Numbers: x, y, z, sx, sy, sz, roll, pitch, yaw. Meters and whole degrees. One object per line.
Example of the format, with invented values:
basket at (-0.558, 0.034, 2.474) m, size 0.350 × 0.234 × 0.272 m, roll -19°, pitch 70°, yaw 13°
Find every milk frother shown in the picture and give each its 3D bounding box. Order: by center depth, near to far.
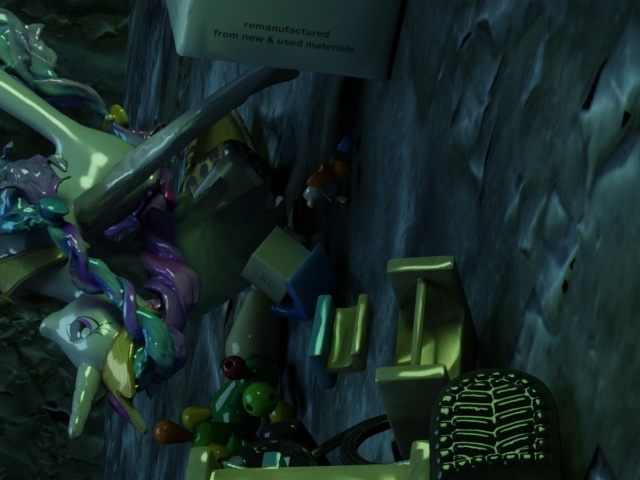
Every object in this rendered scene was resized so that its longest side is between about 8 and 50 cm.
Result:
milk frother at (0.019, 0.177, 1.128) m, size 0.135 × 0.143 × 0.129 m, roll 61°, pitch -139°, yaw -38°

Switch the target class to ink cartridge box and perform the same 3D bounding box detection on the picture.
ink cartridge box at (-0.012, -0.350, 1.349) m, size 0.279 × 0.160 × 0.385 m, roll -106°, pitch 25°, yaw -60°

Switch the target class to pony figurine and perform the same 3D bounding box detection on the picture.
pony figurine at (-0.180, -0.037, 1.498) m, size 0.351 × 0.363 × 0.303 m, roll -42°, pitch -23°, yaw -31°

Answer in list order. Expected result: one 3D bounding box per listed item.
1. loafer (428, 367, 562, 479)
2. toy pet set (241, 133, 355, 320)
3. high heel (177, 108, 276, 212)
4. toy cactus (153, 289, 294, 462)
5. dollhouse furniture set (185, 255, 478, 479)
loafer at (0.085, 0.167, 0.858) m, size 0.078 × 0.080 × 0.220 m, roll 73°, pitch -158°, yaw -52°
toy pet set at (0.000, 0.000, 1.433) m, size 0.114 × 0.065 × 0.122 m, roll -50°, pitch -4°, yaw -30°
high heel at (-0.097, -0.095, 1.797) m, size 0.261 × 0.093 × 0.186 m, roll 100°, pitch 166°, yaw -68°
toy cactus at (-0.076, 0.131, 1.622) m, size 0.219 × 0.112 × 0.180 m, roll 101°, pitch -179°, yaw -67°
dollhouse furniture set at (0.014, 0.122, 1.001) m, size 0.129 × 0.129 × 0.184 m, roll 70°, pitch -158°, yaw -46°
